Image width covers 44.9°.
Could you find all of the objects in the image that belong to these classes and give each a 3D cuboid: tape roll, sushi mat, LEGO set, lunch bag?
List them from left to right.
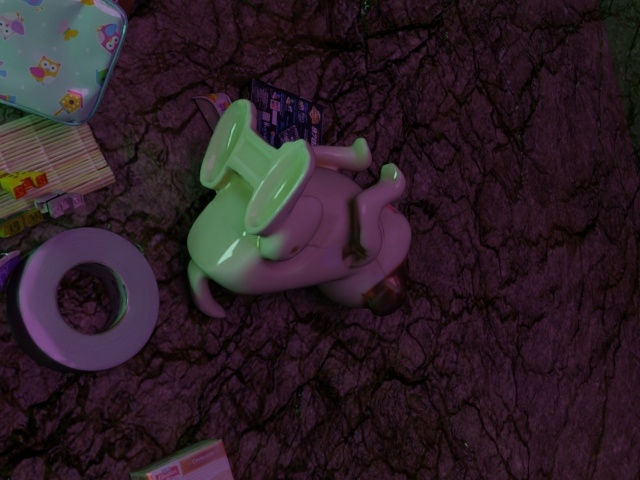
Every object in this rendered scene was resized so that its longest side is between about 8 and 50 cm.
[{"bbox_3d":[-0.470,-0.055,1.125,0.227,0.093,0.087,-35,132,-44],"label":"LEGO set"},{"bbox_3d":[-0.475,-0.102,1.193,0.316,0.019,0.152,-32,98,-39],"label":"sushi mat"},{"bbox_3d":[-0.436,-0.312,1.158,0.279,0.108,0.224,20,98,-26],"label":"lunch bag"},{"bbox_3d":[-0.363,0.094,1.194,0.219,0.072,0.219,11,72,-35],"label":"tape roll"}]

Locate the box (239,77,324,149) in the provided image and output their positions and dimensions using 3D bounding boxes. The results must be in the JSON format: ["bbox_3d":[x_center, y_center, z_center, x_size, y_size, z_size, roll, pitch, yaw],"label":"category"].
[{"bbox_3d":[-0.080,-0.185,1.506,0.175,0.051,0.220,15,69,-35],"label":"box"}]

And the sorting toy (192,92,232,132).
[{"bbox_3d":[-0.187,-0.247,1.453,0.083,0.044,0.075,61,32,-9],"label":"sorting toy"}]

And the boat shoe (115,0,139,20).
[{"bbox_3d":[-0.370,-0.395,1.307,0.307,0.110,0.105,-24,98,-29],"label":"boat shoe"}]

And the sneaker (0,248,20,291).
[{"bbox_3d":[-0.481,0.074,1.103,0.170,0.068,0.071,-68,145,-50],"label":"sneaker"}]

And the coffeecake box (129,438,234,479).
[{"bbox_3d":[-0.203,0.429,1.231,0.142,0.068,0.186,-15,88,-40],"label":"coffeecake box"}]

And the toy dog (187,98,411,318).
[{"bbox_3d":[0.000,0.000,1.365,0.407,0.284,0.396,20,95,-40],"label":"toy dog"}]
